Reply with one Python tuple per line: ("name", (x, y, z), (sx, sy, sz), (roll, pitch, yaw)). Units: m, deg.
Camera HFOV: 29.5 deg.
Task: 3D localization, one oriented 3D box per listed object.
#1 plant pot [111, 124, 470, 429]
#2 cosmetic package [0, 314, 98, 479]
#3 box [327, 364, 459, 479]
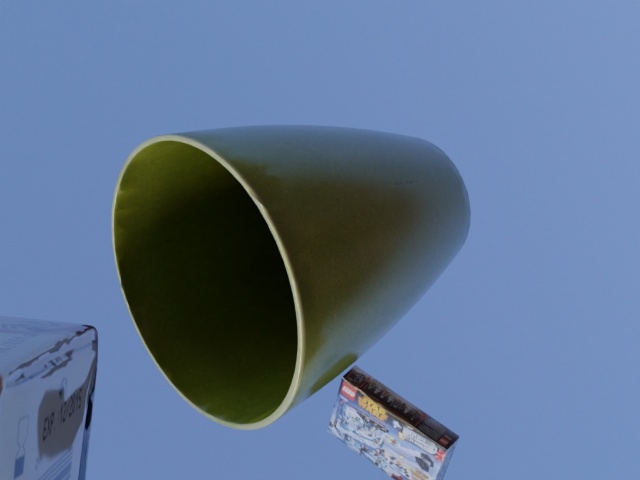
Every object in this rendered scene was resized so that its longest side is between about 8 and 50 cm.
("plant pot", (0.000, 0.000, 1.166), (0.293, 0.275, 0.275), (-20, -86, -38))
("cosmetic package", (-0.228, 0.087, 0.360), (0.296, 0.129, 0.153), (7, -88, 0))
("box", (0.075, 0.204, 1.287), (0.137, 0.094, 0.027), (33, -134, 21))
